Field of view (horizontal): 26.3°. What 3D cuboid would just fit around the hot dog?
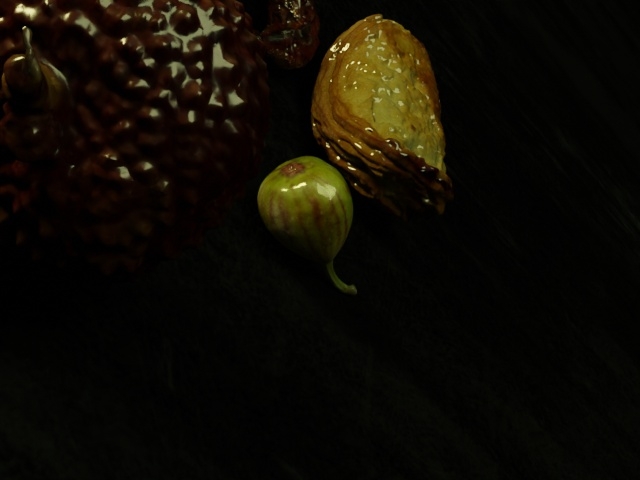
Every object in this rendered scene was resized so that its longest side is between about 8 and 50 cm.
[{"bbox_3d":[0.070,-0.134,1.542,0.175,0.114,0.259,34,34,-33],"label":"hot dog"}]

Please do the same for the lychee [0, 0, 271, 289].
[{"bbox_3d":[-0.165,-0.099,0.943,0.264,0.264,0.300,61,8,3],"label":"lychee"}]

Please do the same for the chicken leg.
[{"bbox_3d":[-0.042,-0.231,1.512,0.089,0.048,0.219,47,29,-17],"label":"chicken leg"}]

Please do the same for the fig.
[{"bbox_3d":[0.010,-0.008,1.333,0.166,0.093,0.093,51,28,-20],"label":"fig"}]
